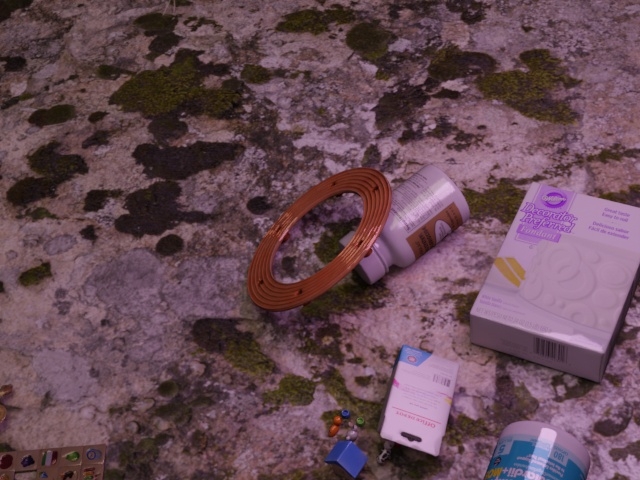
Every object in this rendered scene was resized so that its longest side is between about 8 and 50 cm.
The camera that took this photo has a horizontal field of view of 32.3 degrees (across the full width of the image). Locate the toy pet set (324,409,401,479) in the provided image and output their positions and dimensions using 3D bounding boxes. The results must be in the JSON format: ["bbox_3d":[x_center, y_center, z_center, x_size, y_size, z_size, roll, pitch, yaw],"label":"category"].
[{"bbox_3d":[0.055,0.330,1.817,0.122,0.065,0.114,24,58,27],"label":"toy pet set"}]

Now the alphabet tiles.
[{"bbox_3d":[-0.465,0.452,1.844,0.198,0.009,0.237,-5,50,5],"label":"alphabet tiles"}]

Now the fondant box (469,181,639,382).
[{"bbox_3d":[0.432,0.065,1.957,0.238,0.096,0.330,16,53,22],"label":"fondant box"}]

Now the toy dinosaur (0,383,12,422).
[{"bbox_3d":[-0.603,0.319,1.952,0.092,0.053,0.183,2,50,10],"label":"toy dinosaur"}]

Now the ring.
[{"bbox_3d":[0.000,0.000,2.037,0.336,0.032,0.337,-32,30,21],"label":"ring"}]

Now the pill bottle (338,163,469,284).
[{"bbox_3d":[0.152,-0.025,2.052,0.229,0.131,0.131,-37,53,-8],"label":"pill bottle"}]

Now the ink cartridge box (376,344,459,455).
[{"bbox_3d":[0.158,0.275,1.830,0.104,0.062,0.181,19,53,0],"label":"ink cartridge box"}]

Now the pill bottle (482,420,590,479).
[{"bbox_3d":[0.301,0.413,1.650,0.146,0.146,0.264,14,54,20],"label":"pill bottle"}]
